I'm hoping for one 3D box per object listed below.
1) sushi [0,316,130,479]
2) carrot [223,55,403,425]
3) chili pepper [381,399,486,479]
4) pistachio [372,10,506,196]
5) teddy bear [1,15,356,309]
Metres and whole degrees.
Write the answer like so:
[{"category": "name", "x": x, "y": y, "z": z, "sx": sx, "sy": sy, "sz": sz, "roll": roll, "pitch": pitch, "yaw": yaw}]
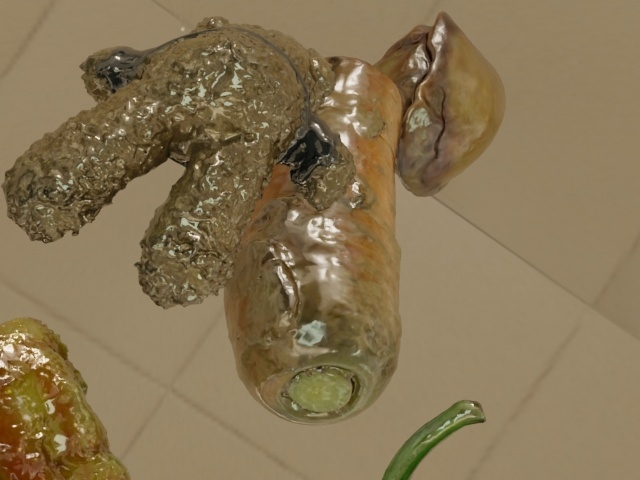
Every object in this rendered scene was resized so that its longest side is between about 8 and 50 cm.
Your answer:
[{"category": "sushi", "x": -0.225, "y": 0.163, "z": 1.108, "sx": 0.139, "sy": 0.184, "sz": 0.274, "roll": -10, "pitch": 67, "yaw": -34}, {"category": "carrot", "x": 0.000, "y": 0.000, "z": 1.205, "sx": 0.139, "sy": 0.302, "sz": 0.139, "roll": 5, "pitch": 135, "yaw": 5}, {"category": "chili pepper", "x": 0.131, "y": 0.121, "z": 0.402, "sx": 0.257, "sy": 0.074, "sz": 0.100, "roll": 10, "pitch": 132, "yaw": 21}, {"category": "pistachio", "x": 0.096, "y": -0.121, "z": 1.436, "sx": 0.130, "sy": 0.210, "sz": 0.165, "roll": -1, "pitch": 107, "yaw": 15}, {"category": "teddy bear", "x": -0.063, "y": -0.070, "z": 0.954, "sx": 0.182, "sy": 0.251, "sz": 0.129, "roll": 35, "pitch": 126, "yaw": -3}]
